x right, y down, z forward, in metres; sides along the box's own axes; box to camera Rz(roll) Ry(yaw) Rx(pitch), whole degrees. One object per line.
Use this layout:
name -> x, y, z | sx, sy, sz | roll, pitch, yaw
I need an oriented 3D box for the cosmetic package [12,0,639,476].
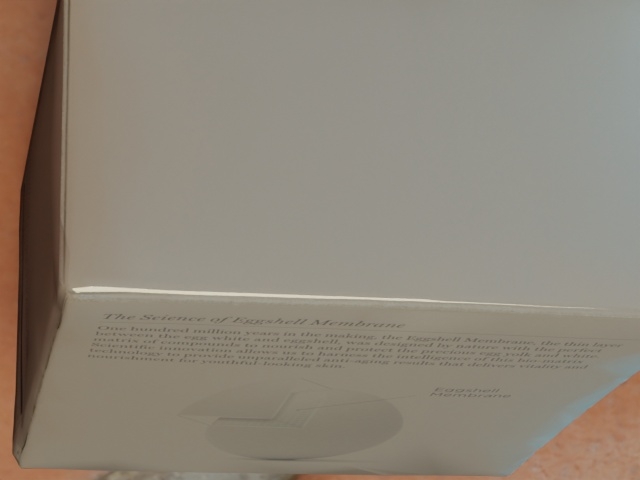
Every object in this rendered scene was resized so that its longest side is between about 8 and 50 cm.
cosmetic package -> 0.000, 0.000, 0.711 | 0.224, 0.138, 0.225 | 3, 160, -13
